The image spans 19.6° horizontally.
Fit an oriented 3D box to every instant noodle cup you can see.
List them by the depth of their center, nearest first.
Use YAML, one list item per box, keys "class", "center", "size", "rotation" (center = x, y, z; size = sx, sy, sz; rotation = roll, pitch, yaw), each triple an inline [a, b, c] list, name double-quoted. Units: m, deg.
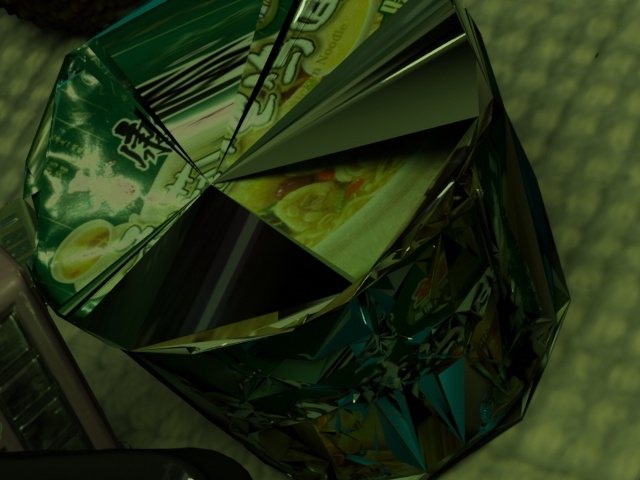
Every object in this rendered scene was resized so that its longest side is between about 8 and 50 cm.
- class: "instant noodle cup"
  center: [0.000, 0.000, 0.870]
  size: [0.240, 0.178, 0.240]
  rotation: [-14, 51, 18]

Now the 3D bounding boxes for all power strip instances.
- class: "power strip"
  center: [-0.172, 0.006, 1.067]
  size: [0.027, 0.017, 0.083]
  rotation: [-30, 49, 3]

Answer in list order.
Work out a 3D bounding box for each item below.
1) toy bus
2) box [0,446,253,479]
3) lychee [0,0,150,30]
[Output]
- class: "toy bus"
  center: [-0.160, 0.087, 0.883]
  size: [0.108, 0.199, 0.096]
  rotation: [-39, 46, -18]
- class: "box"
  center: [-0.134, 0.231, 0.756]
  size: [0.289, 0.073, 0.290]
  rotation: [-6, 92, 27]
- class: "lychee"
  center: [-0.158, -0.213, 1.124]
  size: [0.171, 0.171, 0.171]
  rotation: [-14, 51, 18]
